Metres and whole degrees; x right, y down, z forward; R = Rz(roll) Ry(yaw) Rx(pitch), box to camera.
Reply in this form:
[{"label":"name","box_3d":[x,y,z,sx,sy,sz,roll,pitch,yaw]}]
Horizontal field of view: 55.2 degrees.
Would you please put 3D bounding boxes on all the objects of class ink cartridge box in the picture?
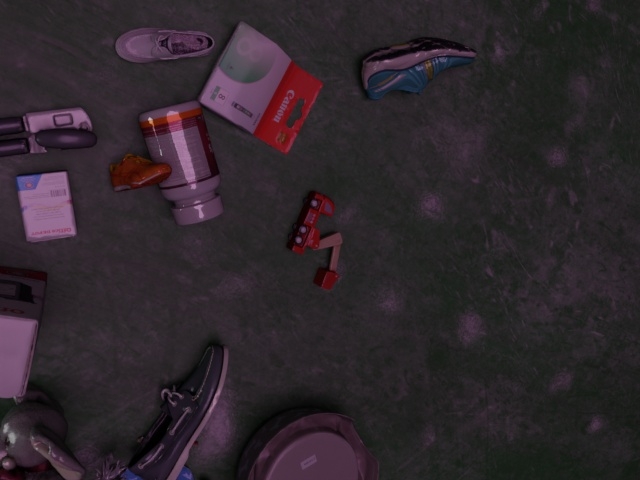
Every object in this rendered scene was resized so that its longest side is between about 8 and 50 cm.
[{"label":"ink cartridge box","box_3d":[-0.115,-0.304,1.252,0.224,0.056,0.181,28,89,-23]},{"label":"ink cartridge box","box_3d":[-0.580,0.129,1.004,0.226,0.306,0.131,11,95,-24]},{"label":"ink cartridge box","box_3d":[-0.506,-0.065,1.136,0.088,0.052,0.122,-9,102,-20]}]

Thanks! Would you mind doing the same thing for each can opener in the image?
[{"label":"can opener","box_3d":[-0.545,-0.186,1.081,0.280,0.093,0.074,-10,103,-15]}]

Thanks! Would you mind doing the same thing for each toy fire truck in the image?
[{"label":"toy fire truck","box_3d":[0.000,0.000,1.361,0.135,0.047,0.192,23,90,-25]}]

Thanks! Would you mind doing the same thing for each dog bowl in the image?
[{"label":"dog bowl","box_3d":[-0.036,0.546,1.405,0.348,0.102,0.349,-5,99,-30]}]

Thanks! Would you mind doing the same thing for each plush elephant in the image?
[{"label":"plush elephant","box_3d":[-0.538,0.415,1.107,0.330,0.272,0.255,-26,111,-29]}]

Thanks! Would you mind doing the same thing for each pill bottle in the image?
[{"label":"pill bottle","box_3d":[-0.263,-0.150,1.182,0.121,0.121,0.221,-19,107,-18]}]

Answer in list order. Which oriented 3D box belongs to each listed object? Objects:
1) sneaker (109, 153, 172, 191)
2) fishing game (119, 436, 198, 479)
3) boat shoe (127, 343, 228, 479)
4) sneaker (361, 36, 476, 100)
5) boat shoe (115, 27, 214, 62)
[{"label":"sneaker","box_3d":[-0.340,-0.129,1.130,0.064,0.175,0.067,-20,104,-49]},{"label":"fishing game","box_3d":[-0.364,0.556,1.327,0.189,0.041,0.264,15,94,-27]},{"label":"boat shoe","box_3d":[-0.292,0.354,1.273,0.099,0.116,0.319,27,86,-19]},{"label":"sneaker","box_3d":[0.216,-0.384,1.363,0.275,0.107,0.110,-16,126,-14]},{"label":"boat shoe","box_3d":[-0.291,-0.369,1.158,0.184,0.063,0.066,-3,102,-22]}]
